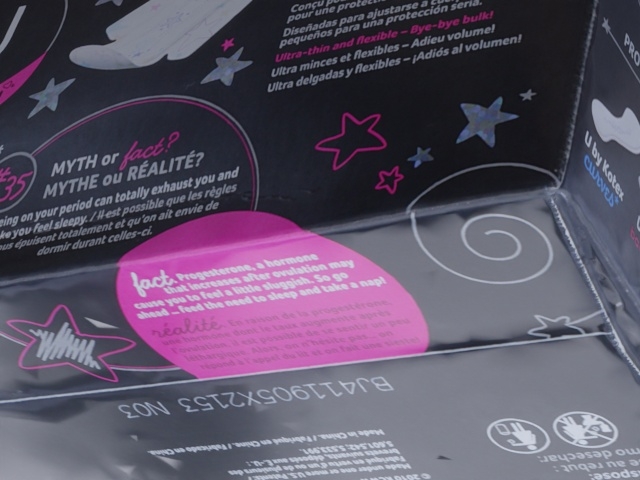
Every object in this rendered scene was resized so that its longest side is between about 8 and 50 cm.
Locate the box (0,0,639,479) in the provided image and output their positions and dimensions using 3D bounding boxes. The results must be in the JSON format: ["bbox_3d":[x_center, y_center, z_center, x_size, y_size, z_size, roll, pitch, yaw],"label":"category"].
[{"bbox_3d":[0.000,0.000,0.567,0.247,0.142,0.163,-9,137,30],"label":"box"}]
